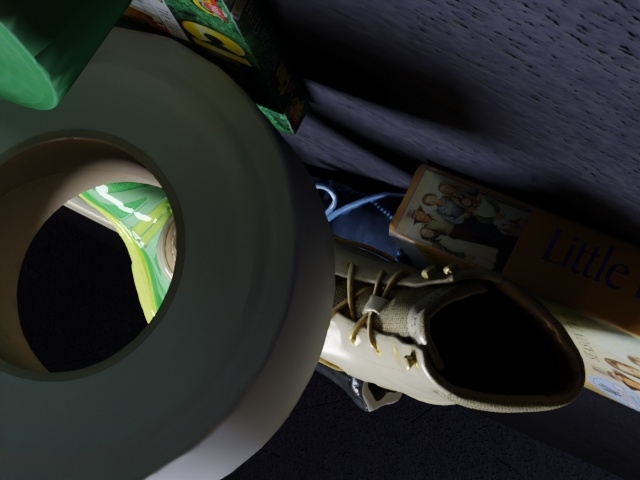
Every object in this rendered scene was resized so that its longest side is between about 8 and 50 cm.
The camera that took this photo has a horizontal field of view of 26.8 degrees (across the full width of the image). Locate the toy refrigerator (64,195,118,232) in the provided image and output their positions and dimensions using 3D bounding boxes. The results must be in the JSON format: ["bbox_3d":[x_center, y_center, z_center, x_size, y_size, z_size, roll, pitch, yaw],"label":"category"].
[{"bbox_3d":[-0.164,-0.039,1.457,0.269,0.102,0.094,27,173,1],"label":"toy refrigerator"}]

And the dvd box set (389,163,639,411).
[{"bbox_3d":[0.276,0.092,0.939,0.420,0.062,0.307,24,171,25],"label":"dvd box set"}]

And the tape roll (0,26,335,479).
[{"bbox_3d":[-0.138,0.020,0.810,0.286,0.286,0.100,25,173,17],"label":"tape roll"}]

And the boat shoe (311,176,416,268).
[{"bbox_3d":[0.000,0.000,1.100,0.089,0.109,0.258,18,175,-28],"label":"boat shoe"}]

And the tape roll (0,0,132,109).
[{"bbox_3d":[-0.238,-0.185,0.634,0.321,0.077,0.321,32,169,7],"label":"tape roll"}]

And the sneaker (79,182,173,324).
[{"bbox_3d":[-0.118,-0.028,1.123,0.123,0.109,0.295,-8,119,36],"label":"sneaker"}]

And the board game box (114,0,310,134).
[{"bbox_3d":[-0.086,-0.133,0.790,0.136,0.030,0.259,23,172,12],"label":"board game box"}]

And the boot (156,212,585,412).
[{"bbox_3d":[0.027,0.041,0.883,0.262,0.095,0.203,29,171,-12],"label":"boot"}]

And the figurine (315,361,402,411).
[{"bbox_3d":[0.042,0.053,1.224,0.215,0.092,0.209,-10,-152,-43],"label":"figurine"}]
